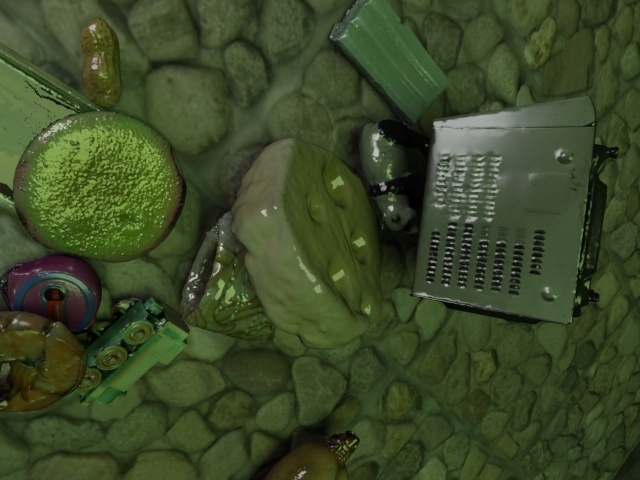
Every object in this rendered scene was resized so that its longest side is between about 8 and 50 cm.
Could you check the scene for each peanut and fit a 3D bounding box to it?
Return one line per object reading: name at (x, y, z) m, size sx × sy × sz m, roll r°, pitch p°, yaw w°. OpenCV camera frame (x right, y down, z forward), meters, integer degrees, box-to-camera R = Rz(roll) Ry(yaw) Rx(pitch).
peanut at (-0.290, -0.235, 0.600) m, size 0.054 × 0.054 × 0.113 m, roll -6°, pitch 111°, yaw -27°

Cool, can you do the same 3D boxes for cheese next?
cheese at (0.000, 0.000, 0.705) m, size 0.326 × 0.115 × 0.317 m, roll -13°, pitch 82°, yaw -60°

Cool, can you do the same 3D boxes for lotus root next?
lotus root at (-0.048, 0.520, 0.914) m, size 0.342 × 0.152 × 0.169 m, roll -53°, pitch 137°, yaw -9°

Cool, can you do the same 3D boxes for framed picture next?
framed picture at (-0.412, -0.141, 0.586) m, size 0.252 × 0.014 × 0.197 m, roll 32°, pitch 89°, yaw -32°

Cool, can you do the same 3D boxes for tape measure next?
tape measure at (-0.378, 0.080, 0.640) m, size 0.125 × 0.074 × 0.118 m, roll 2°, pitch 110°, yaw -24°

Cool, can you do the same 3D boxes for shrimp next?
shrimp at (-0.456, 0.165, 0.600) m, size 0.290 × 0.075 × 0.178 m, roll -3°, pitch 121°, yaw -11°

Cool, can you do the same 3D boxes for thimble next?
thimble at (-0.128, 0.061, 0.735) m, size 0.144 × 0.137 × 0.190 m, roll 21°, pitch 80°, yaw -30°

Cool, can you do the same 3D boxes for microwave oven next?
microwave oven at (0.349, -0.032, 0.781) m, size 0.394 × 0.247 × 0.332 m, roll 8°, pitch 87°, yaw -60°

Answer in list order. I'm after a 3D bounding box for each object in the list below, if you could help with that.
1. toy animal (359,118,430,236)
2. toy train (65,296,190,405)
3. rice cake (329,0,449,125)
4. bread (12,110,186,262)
toy animal at (0.136, -0.114, 0.803) m, size 0.121 × 0.094 × 0.225 m, roll -5°, pitch 82°, yaw -23°
toy train at (-0.305, 0.176, 0.705) m, size 0.194 × 0.081 × 0.125 m, roll -44°, pitch 133°, yaw -4°
rice cake at (0.131, -0.320, 0.806) m, size 0.237 × 0.043 × 0.127 m, roll 40°, pitch 86°, yaw -32°
bread at (-0.301, -0.067, 0.646) m, size 0.229 × 0.033 × 0.228 m, roll -15°, pitch 118°, yaw -30°
